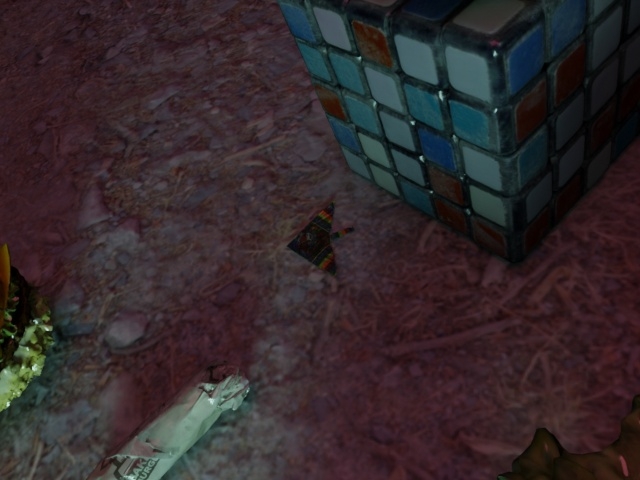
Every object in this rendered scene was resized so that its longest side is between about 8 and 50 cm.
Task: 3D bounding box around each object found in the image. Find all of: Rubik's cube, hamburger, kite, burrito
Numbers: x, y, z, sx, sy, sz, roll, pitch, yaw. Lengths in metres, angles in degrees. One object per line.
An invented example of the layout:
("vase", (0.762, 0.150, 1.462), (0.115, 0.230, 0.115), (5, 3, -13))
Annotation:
("Rubik's cube", (0.176, -0.207, 0.639), (0.293, 0.292, 0.287), (-42, 49, -15))
("hamburger", (-0.451, 0.138, 0.721), (0.261, 0.139, 0.243), (-19, 46, 7))
("kite", (0.000, 0.000, 0.736), (0.090, 0.004, 0.122), (-16, 49, 10))
("burrito", (-0.157, 0.202, 0.602), (0.203, 0.064, 0.064), (-41, 49, -11))

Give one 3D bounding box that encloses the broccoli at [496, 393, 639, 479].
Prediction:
("broccoli", (0.245, 0.183, 0.261), (0.280, 0.348, 0.293), (-21, 52, -8))
